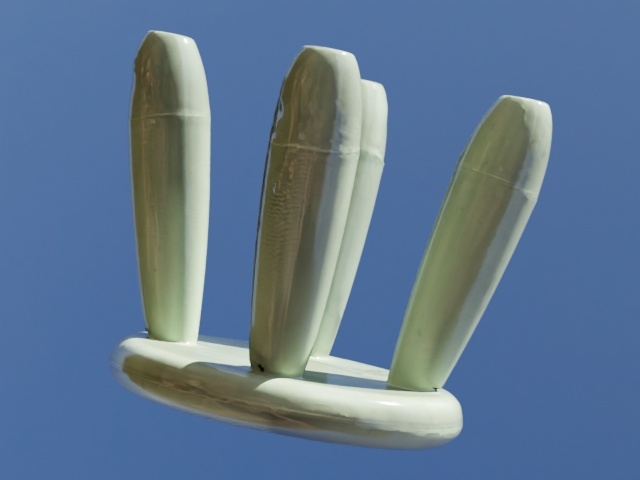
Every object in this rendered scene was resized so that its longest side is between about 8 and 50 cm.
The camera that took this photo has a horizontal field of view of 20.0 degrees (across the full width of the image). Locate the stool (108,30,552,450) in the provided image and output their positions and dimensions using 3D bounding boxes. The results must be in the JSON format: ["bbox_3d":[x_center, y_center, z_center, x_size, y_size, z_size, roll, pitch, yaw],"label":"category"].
[{"bbox_3d":[0.000,0.000,0.985,0.195,0.195,0.198,16,-86,51],"label":"stool"}]
